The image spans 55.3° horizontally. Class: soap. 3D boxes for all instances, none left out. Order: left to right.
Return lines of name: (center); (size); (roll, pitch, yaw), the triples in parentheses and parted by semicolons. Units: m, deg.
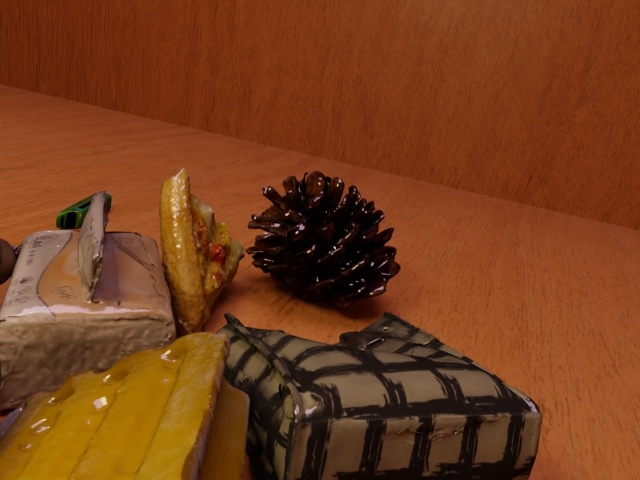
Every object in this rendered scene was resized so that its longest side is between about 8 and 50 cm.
soap: (-0.198, 0.215, 0.537); (0.259, 0.143, 0.281); (-18, 19, 6)

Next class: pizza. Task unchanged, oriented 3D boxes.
pizza: (-0.196, 0.014, 1.093); (0.075, 0.280, 0.287); (-9, 2, 14)

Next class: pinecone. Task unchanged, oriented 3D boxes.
pinecone: (0.001, -0.007, 1.207); (0.296, 0.242, 0.298); (36, -4, -23)

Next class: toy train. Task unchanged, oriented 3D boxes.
toy train: (-0.549, -0.067, 1.435); (0.042, 0.044, 0.209); (12, 18, 1)

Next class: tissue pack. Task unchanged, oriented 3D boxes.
tissue pack: (-0.327, 0.064, 0.864); (0.238, 0.238, 0.305); (3, 19, -20)

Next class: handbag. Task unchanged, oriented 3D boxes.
handbag: (0.048, 0.198, 0.784); (0.325, 0.162, 0.327); (5, 10, -26)

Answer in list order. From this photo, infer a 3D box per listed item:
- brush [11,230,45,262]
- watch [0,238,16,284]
brush: (-0.575, 0.018, 1.175); (0.043, 0.036, 0.248); (13, 18, -5)
watch: (-0.638, -0.036, 0.807); (0.327, 0.335, 0.314); (7, 17, 10)
